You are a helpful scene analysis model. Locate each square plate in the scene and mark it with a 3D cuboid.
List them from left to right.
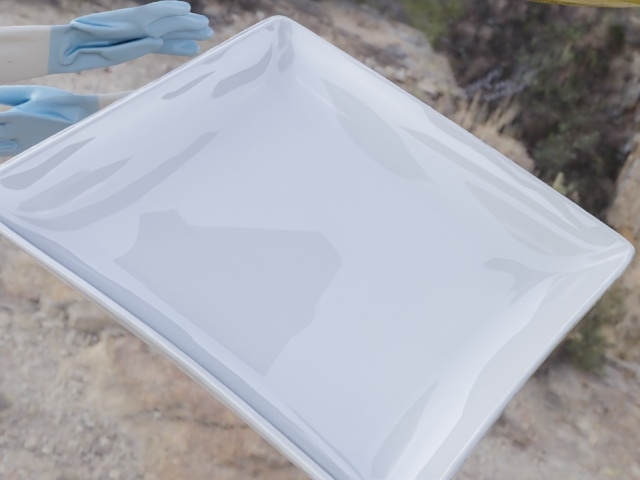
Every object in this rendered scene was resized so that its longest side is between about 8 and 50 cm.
[{"bbox_3d":[0.000,0.000,0.809,0.347,0.049,0.344,36,44,16],"label":"square plate"}]

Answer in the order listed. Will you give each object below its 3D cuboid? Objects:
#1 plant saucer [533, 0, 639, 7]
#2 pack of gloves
[{"bbox_3d":[-0.007,-0.223,0.392,0.333,0.081,0.333,41,-5,23],"label":"plant saucer"},{"bbox_3d":[-0.210,-0.143,0.987,0.232,0.195,0.046,-11,66,-19],"label":"pack of gloves"}]
